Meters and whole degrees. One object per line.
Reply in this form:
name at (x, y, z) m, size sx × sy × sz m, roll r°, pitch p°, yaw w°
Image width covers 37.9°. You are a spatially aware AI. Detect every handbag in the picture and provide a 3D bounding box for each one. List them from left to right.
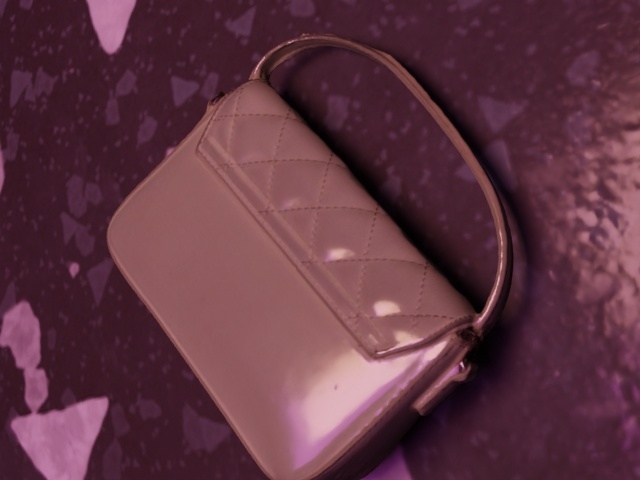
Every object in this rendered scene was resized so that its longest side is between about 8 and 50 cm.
handbag at (0.000, 0.000, 0.564) m, size 0.219 × 0.079 × 0.256 m, roll -48°, pitch 60°, yaw 13°
